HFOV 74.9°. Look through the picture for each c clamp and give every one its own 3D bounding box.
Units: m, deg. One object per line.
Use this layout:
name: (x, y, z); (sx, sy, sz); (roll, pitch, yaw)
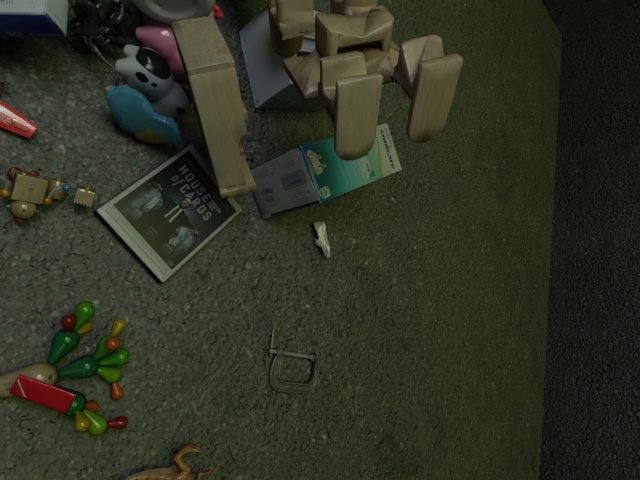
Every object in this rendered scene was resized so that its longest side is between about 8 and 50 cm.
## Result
c clamp: (-0.060, 0.287, 0.978); (0.161, 0.022, 0.137); (27, 66, -34)

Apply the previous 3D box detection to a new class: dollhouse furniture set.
dollhouse furniture set: (-0.028, -0.266, 0.763); (0.395, 0.256, 0.361); (-16, 54, -13)

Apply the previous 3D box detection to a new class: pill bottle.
pill bottle: (-0.257, -0.531, 0.725); (0.146, 0.146, 0.263); (7, 75, -40)

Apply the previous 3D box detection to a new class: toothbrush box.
toothbrush box: (0.011, -0.165, 0.987); (0.296, 0.217, 0.126); (-28, 102, -41)

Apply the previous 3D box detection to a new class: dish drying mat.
dish drying mat: (-0.411, 0.228, 0.619); (0.083, 0.008, 0.032); (28, 86, -12)

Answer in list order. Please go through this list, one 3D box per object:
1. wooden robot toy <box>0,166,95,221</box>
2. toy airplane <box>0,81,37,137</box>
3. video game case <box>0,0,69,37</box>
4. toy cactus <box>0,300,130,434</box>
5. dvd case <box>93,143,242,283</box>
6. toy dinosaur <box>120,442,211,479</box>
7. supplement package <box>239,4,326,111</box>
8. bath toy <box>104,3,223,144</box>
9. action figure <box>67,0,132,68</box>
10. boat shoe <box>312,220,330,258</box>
wooden robot toy: (-0.464, -0.069, 0.672); (0.173, 0.076, 0.078); (13, 98, -45)
toy airplane: (-0.535, -0.189, 0.649); (0.151, 0.028, 0.151); (8, 78, -38)
video game case: (-0.504, -0.417, 0.598); (0.270, 0.061, 0.243); (-1, 82, -3)
toy cactus: (-0.398, 0.214, 0.663); (0.181, 0.112, 0.218); (-7, 98, -31)
dvd case: (-0.289, -0.059, 0.836); (0.179, 0.030, 0.238); (55, 54, -20)
toy dinosaur: (-0.265, 0.426, 0.755); (0.212, 0.064, 0.112); (36, 62, -30)
supplement package: (-0.056, -0.435, 1.016); (0.203, 0.149, 0.194); (-13, 92, -42)
bath toy: (-0.285, -0.358, 0.822); (0.129, 0.151, 0.347); (11, 68, -1)
action figure: (-0.402, -0.441, 0.714); (0.141, 0.164, 0.275); (3, 87, 5)
boat shoe: (0.000, 0.000, 1.073); (0.035, 0.035, 0.100); (-12, 95, -14)
